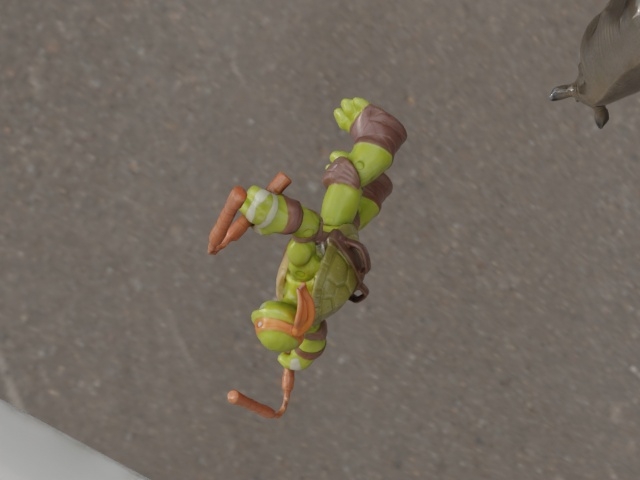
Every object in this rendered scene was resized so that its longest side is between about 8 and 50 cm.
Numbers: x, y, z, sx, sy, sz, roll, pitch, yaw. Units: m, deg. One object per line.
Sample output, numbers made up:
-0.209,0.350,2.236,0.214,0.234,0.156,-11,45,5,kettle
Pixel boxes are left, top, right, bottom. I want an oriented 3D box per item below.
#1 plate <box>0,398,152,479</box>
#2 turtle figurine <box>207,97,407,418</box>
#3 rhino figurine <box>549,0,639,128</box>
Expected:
-0.154,0.204,0.885,0.278,0.277,0.045,-44,19,47,plate
0.000,0.000,1.139,0.087,0.269,0.217,13,54,19,turtle figurine
0.248,-0.161,1.241,0.073,0.243,0.106,25,69,-5,rhino figurine
